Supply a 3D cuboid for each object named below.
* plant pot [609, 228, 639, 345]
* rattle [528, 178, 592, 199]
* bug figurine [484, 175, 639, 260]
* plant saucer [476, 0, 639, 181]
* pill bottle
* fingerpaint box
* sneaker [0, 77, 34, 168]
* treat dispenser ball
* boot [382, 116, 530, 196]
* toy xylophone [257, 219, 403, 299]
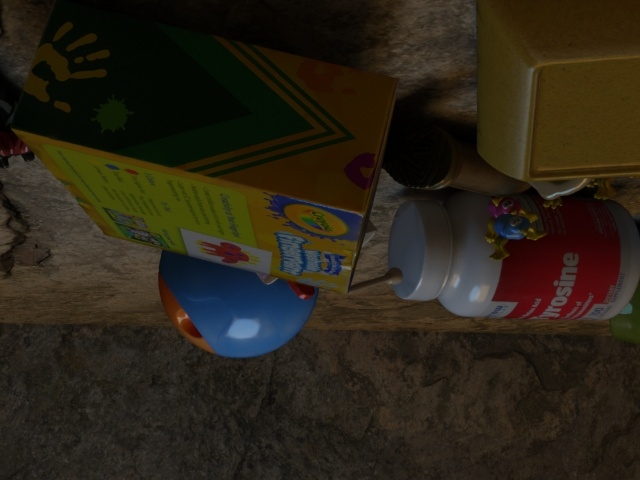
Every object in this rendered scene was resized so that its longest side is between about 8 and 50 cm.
[{"bbox_3d":[0.782,0.104,1.865,0.352,0.367,0.366,6,171,27],"label":"plant pot"},{"bbox_3d":[0.370,-0.152,1.273,0.142,0.130,0.200,-5,144,-38],"label":"rattle"},{"bbox_3d":[0.354,-0.070,1.422,0.279,0.072,0.216,-30,-172,-8],"label":"bug figurine"},{"bbox_3d":[0.344,-0.164,1.029,0.332,0.081,0.333,-3,151,8],"label":"plant saucer"},{"bbox_3d":[0.339,0.025,1.646,0.407,0.229,0.229,3,166,-17],"label":"pill bottle"},{"bbox_3d":[-0.115,-0.089,1.131,0.371,0.163,0.445,14,167,4],"label":"fingerpaint box"},{"bbox_3d":[-0.412,-0.154,1.140,0.097,0.135,0.276,-14,-171,1],"label":"sneaker"},{"bbox_3d":[-0.144,0.064,1.640,0.288,0.288,0.288,-1,166,0],"label":"treat dispenser ball"},{"bbox_3d":[0.200,-0.110,1.302,0.269,0.089,0.236,11,-167,-35],"label":"boot"},{"bbox_3d":[0.000,0.000,1.458,0.081,0.236,0.322,-42,160,28],"label":"toy xylophone"}]
